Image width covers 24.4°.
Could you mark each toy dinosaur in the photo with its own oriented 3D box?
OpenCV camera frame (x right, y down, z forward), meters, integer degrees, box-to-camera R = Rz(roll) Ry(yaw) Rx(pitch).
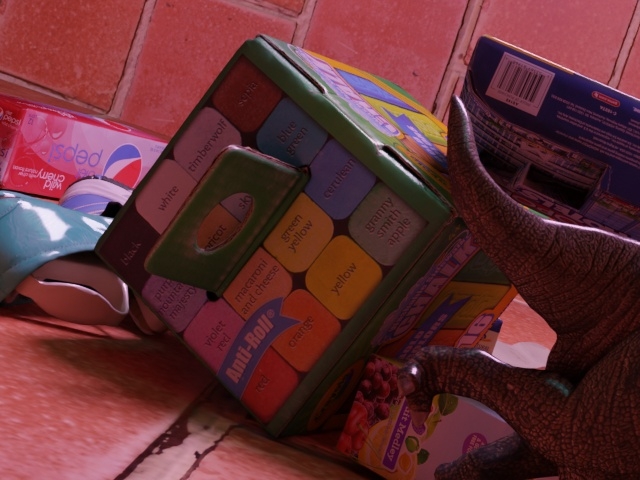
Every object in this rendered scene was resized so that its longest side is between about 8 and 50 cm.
[{"bbox_3d":[0.126,0.090,0.568,0.160,0.314,0.121,-18,-8,3],"label":"toy dinosaur"}]

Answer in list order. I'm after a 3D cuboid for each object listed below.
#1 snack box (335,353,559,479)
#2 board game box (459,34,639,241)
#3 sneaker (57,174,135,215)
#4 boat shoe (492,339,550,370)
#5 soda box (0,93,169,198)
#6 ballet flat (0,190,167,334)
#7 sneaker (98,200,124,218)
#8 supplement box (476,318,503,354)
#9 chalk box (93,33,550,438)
[{"bbox_3d":[0.143,0.138,0.856,0.207,0.070,0.174,26,9,39],"label":"snack box"},{"bbox_3d":[0.166,-0.035,0.901,0.194,0.060,0.194,24,-9,5],"label":"board game box"},{"bbox_3d":[-0.119,0.025,1.170,0.211,0.080,0.081,21,31,4],"label":"sneaker"},{"bbox_3d":[0.161,0.112,1.328,0.133,0.042,0.049,13,28,-44],"label":"boat shoe"},{"bbox_3d":[-0.275,-0.094,1.626,0.083,0.092,0.263,23,7,30],"label":"soda box"},{"bbox_3d":[-0.141,0.025,1.031,0.247,0.083,0.087,7,53,-48],"label":"ballet flat"},{"bbox_3d":[-0.169,0.004,1.097,0.032,0.083,0.037,20,-37,14],"label":"sneaker"},{"bbox_3d":[0.093,0.085,1.126,0.056,0.083,0.083,18,5,-5],"label":"supplement box"},{"bbox_3d":[0.000,0.000,0.941,0.179,0.180,0.289,44,16,20],"label":"chalk box"}]
